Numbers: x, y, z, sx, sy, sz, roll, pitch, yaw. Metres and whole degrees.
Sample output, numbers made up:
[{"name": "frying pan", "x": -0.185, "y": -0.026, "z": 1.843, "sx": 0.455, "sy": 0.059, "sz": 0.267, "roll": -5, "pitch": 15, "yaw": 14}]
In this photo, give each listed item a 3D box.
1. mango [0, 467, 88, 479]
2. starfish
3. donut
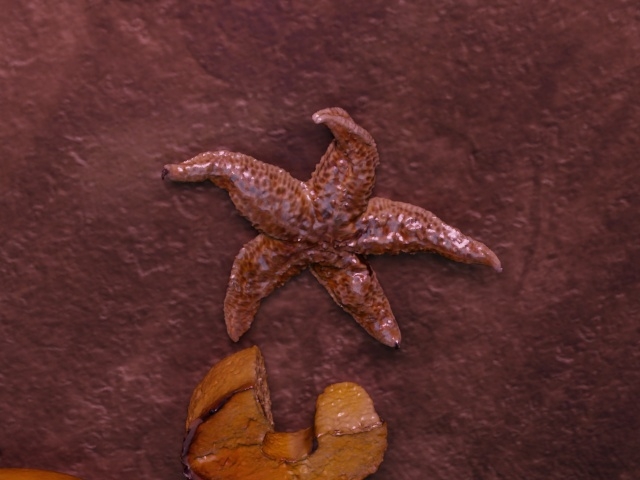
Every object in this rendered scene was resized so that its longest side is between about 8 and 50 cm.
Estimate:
[{"name": "mango", "x": -0.232, "y": 0.278, "z": 1.433, "sx": 0.317, "sy": 0.119, "sz": 0.176, "roll": 14, "pitch": 118, "yaw": -28}, {"name": "starfish", "x": 0.000, "y": 0.000, "z": 1.308, "sx": 0.277, "sy": 0.062, "sz": 0.235, "roll": 13, "pitch": 123, "yaw": -14}, {"name": "donut", "x": -0.040, "y": 0.162, "z": 1.399, "sx": 0.181, "sy": 0.078, "sz": 0.146, "roll": 17, "pitch": 128, "yaw": -30}]
